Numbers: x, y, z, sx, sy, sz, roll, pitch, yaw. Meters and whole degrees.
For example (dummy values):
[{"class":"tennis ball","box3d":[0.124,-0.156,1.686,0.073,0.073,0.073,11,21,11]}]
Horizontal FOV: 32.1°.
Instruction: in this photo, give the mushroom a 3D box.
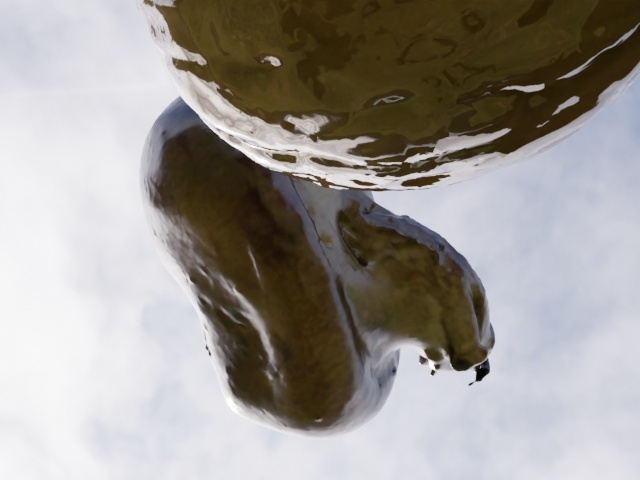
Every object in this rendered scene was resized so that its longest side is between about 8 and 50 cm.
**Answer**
[{"class":"mushroom","box3d":[0.000,0.000,1.008,0.259,0.345,0.345,-20,-76,16]}]

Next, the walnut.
[{"class":"walnut","box3d":[0.037,-0.125,0.439,0.228,0.228,0.228,4,-70,10]}]
